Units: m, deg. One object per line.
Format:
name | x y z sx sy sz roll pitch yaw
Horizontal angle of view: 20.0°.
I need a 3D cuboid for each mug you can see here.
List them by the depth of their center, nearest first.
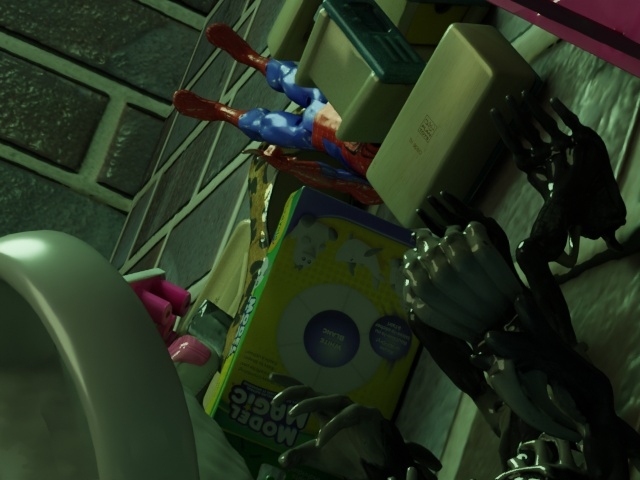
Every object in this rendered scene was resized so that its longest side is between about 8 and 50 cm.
mug | -0.128 0.173 0.889 0.328 0.276 0.374 45 136 49

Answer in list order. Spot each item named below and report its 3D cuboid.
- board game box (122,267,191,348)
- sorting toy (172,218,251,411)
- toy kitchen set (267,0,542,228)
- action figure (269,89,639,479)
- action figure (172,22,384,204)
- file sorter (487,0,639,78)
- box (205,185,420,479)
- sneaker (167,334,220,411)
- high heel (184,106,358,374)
board game box | -0.272 0.230 1.650 0.390 0.050 0.390 -15 -53 -68
sorting toy | -0.094 0.109 1.646 0.208 0.038 0.193 -91 26 -55
toy kitchen set | 0.089 -0.121 1.183 0.207 0.166 0.122 54 130 33
action figure | 0.059 0.066 0.744 0.164 0.141 0.276 -44 21 36
action figure | -0.030 -0.099 1.289 0.280 0.139 0.091 26 92 47
file sorter | 0.087 -0.215 0.826 0.290 0.182 0.202 40 108 56
box | 0.000 0.069 1.093 0.043 0.105 0.179 157 135 -78
sneaker | -0.106 0.178 1.341 0.103 0.111 0.252 -54 -14 -53
high heel | 0.000 0.000 1.348 0.261 0.093 0.186 -61 26 2
